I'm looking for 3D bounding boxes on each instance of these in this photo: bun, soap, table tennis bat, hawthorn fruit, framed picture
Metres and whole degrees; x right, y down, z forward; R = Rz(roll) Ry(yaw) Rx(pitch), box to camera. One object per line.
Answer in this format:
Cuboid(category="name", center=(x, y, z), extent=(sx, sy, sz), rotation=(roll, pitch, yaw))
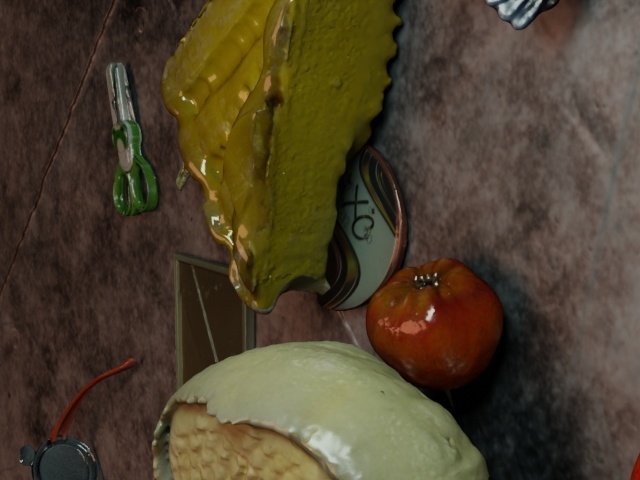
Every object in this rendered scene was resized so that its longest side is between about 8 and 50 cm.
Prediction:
Cuboid(category="bun", center=(0.028, 0.241, 1.305), extent=(0.364, 0.202, 0.364), rotation=(30, 138, 30))
Cuboid(category="soap", center=(0.000, -0.140, 1.362), extent=(0.339, 0.169, 0.304), rotation=(-47, 58, 46))
Cuboid(category="table tennis bat", center=(0.000, 0.000, 1.527), extent=(0.301, 0.022, 0.173), rotation=(-30, 69, 52))
Cuboid(category="hawthorn fruit", center=(0.104, 0.084, 1.293), extent=(0.125, 0.125, 0.140), rotation=(10, 90, 55))
Cuboid(category="framed picture", center=(-0.133, 0.149, 1.751), extent=(0.184, 0.016, 0.250), rotation=(11, 104, 55))

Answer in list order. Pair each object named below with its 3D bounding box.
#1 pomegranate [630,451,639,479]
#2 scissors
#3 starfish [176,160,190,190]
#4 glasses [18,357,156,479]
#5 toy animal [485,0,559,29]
Cuboid(category="pomegranate", center=(0.326, 0.190, 0.908), extent=(0.256, 0.221, 0.221), rotation=(23, 117, 21))
Cuboid(category="scissors", center=(-0.259, -0.135, 1.882), extent=(0.101, 0.027, 0.204), rotation=(-11, 88, 53))
Cuboid(category="starfish", center=(-0.119, -0.146, 1.648), extent=(0.217, 0.050, 0.223), rotation=(-51, 33, 26))
Cuboid(category="glasses", center=(-0.307, 0.308, 1.945), extent=(0.234, 0.118, 0.268), rotation=(61, 140, 32))
Cuboid(category="toy animal", center=(0.155, -0.290, 1.165), extent=(0.179, 0.116, 0.218), rotation=(-49, 49, 49))
